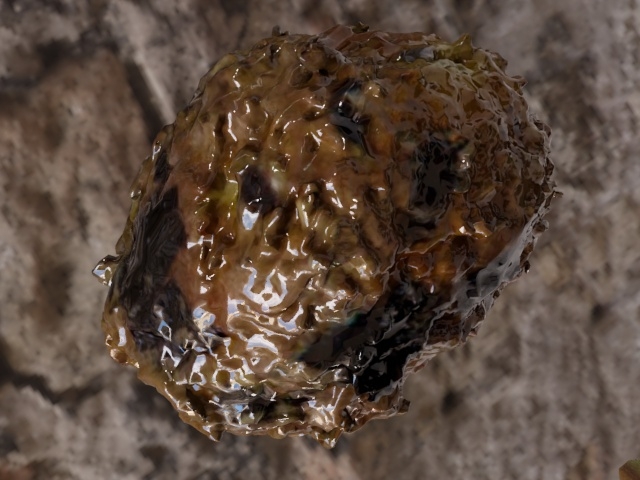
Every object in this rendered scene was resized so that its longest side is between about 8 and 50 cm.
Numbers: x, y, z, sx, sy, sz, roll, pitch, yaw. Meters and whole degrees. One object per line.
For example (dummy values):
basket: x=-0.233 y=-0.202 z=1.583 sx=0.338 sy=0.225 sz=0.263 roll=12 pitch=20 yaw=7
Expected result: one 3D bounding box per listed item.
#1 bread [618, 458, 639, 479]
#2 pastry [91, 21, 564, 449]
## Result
bread: x=0.285 y=0.227 z=1.077 sx=0.226 sy=0.049 sz=0.088 roll=-124 pitch=18 yaw=-85
pastry: x=0.002 y=-0.010 z=1.136 sx=0.292 sy=0.405 sz=0.337 roll=53 pitch=-171 yaw=27
